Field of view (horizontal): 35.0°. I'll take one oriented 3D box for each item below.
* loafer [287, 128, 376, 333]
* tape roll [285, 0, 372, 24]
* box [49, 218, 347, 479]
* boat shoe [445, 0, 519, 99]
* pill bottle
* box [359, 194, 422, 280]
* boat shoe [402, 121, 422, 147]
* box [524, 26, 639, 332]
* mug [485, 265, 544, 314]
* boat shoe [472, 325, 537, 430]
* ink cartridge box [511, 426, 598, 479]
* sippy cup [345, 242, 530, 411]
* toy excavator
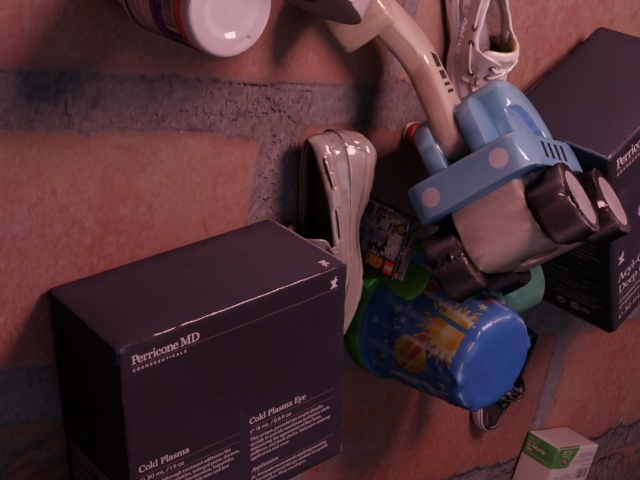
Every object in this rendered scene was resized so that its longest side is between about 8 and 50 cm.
[{"bbox_3d":[0.000,0.000,1.441,0.111,0.112,0.319,-4,105,-35],"label":"loafer"},{"bbox_3d":[-0.023,-0.372,1.131,0.246,0.246,0.169,27,92,-46],"label":"tape roll"},{"bbox_3d":[-0.149,0.179,1.337,0.343,0.179,0.312,-19,124,-35],"label":"box"},{"bbox_3d":[0.250,-0.283,1.525,0.098,0.096,0.277,-37,132,-27],"label":"boat shoe"},{"bbox_3d":[-0.151,-0.271,1.101,0.108,0.193,0.108,-20,124,-34],"label":"pill bottle"},{"bbox_3d":[0.081,-0.010,1.480,0.027,0.137,0.094,8,104,-44],"label":"box"},{"bbox_3d":[0.187,-0.162,1.567,0.137,0.043,0.049,-4,111,-41],"label":"boat shoe"},{"bbox_3d":[0.481,-0.101,1.710,0.293,0.212,0.395,-41,137,-25],"label":"box"},{"bbox_3d":[0.292,0.061,1.727,0.097,0.158,0.129,-20,147,-31],"label":"mug"},{"bbox_3d":[0.353,0.262,1.903,0.080,0.076,0.228,6,106,-43],"label":"boat shoe"},{"bbox_3d":[0.476,0.505,2.127,0.153,0.087,0.208,7,105,-44],"label":"ink cartridge box"},{"bbox_3d":[0.196,0.149,1.601,0.305,0.224,0.240,3,108,-42],"label":"sippy cup"},{"bbox_3d":[0.187,-0.158,1.404,0.222,0.445,0.433,-31,164,27],"label":"toy excavator"}]
